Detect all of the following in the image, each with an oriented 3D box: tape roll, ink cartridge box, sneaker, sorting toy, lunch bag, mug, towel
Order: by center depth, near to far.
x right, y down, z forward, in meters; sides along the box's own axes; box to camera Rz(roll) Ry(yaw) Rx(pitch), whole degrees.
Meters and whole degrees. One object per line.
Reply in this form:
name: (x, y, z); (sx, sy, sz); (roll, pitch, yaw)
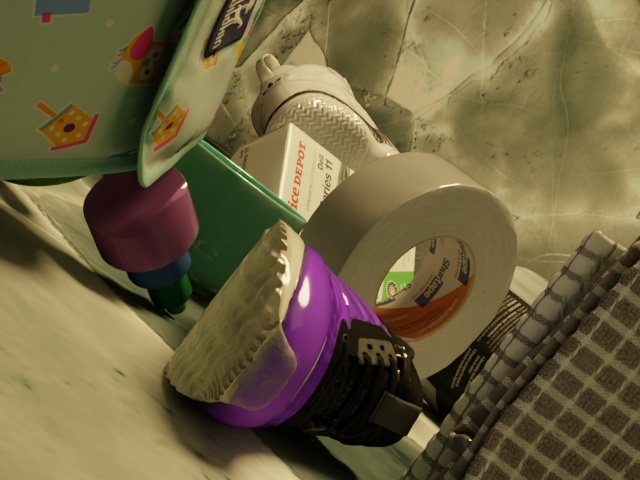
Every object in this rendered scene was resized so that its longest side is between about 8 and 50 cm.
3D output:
lunch bag: (-0.125, -0.152, 0.656); (0.262, 0.223, 0.160); (1, 34, -43)
sneaker: (0.002, 0.069, 0.714); (0.146, 0.102, 0.293); (38, 3, -4)
towel: (0.223, 0.157, 0.743); (0.284, 0.235, 0.121); (37, 9, -5)
sorting toy: (-0.185, -0.062, 0.872); (0.365, 0.127, 0.126); (44, -24, 40)
mug: (-0.087, -0.013, 0.980); (0.129, 0.097, 0.158); (38, 2, 17)
tape roll: (0.079, 0.029, 1.134); (0.219, 0.219, 0.072); (35, 5, -43)
ink cartridge box: (0.000, 0.000, 1.244); (0.208, 0.087, 0.153); (35, 46, -34)
sneaker: (0.051, -0.081, 1.445); (0.366, 0.137, 0.210); (42, 13, -35)

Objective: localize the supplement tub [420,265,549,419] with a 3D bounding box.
supplement tub: (0.262, 0.179, 1.248); (0.316, 0.193, 0.193); (41, 4, 41)
